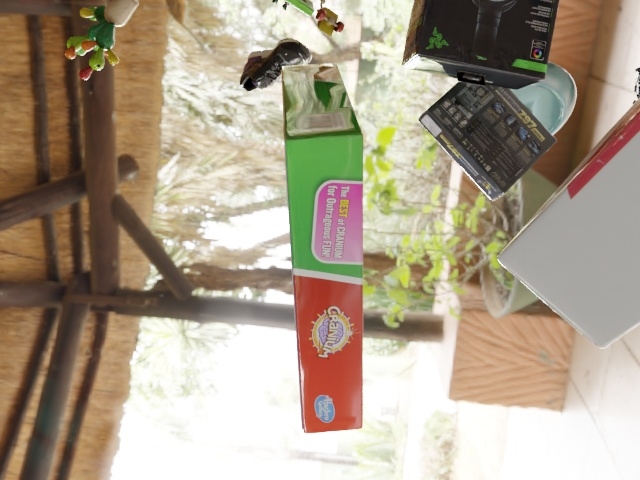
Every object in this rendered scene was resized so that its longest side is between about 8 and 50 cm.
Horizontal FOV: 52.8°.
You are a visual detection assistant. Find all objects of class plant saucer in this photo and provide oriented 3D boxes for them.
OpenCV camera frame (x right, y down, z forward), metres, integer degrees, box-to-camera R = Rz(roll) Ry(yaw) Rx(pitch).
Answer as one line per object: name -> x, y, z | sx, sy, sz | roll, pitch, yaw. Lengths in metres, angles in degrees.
plant saucer -> 0.449, -0.299, 1.536 | 0.318, 0.317, 0.044 | 88, -179, -57

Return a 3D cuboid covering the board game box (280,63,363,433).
board game box -> 0.000, 0.000, 0.682 | 0.242, 0.064, 0.317 | -97, 5, -61

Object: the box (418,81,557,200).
box -> 0.344, -0.227, 1.326 | 0.183, 0.233, 0.059 | -43, 0, -17

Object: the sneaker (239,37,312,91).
sneaker -> -0.135, -0.500, 1.904 | 0.283, 0.107, 0.124 | -1, 59, 52

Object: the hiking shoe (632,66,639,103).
hiking shoe -> 0.814, -0.362, 1.583 | 0.304, 0.132, 0.113 | -54, -15, 5

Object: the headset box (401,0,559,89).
headset box -> 0.298, -0.429, 1.196 | 0.131, 0.246, 0.283 | -142, 62, -82

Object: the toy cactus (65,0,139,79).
toy cactus -> -0.445, -0.438, 1.347 | 0.112, 0.180, 0.219 | 39, -154, -35

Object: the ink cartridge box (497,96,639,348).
ink cartridge box -> 0.417, -0.095, 0.752 | 0.384, 0.160, 0.279 | -38, -15, -40

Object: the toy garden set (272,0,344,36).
toy garden set -> -0.048, -0.587, 1.506 | 0.049, 0.203, 0.244 | -42, 41, 33
